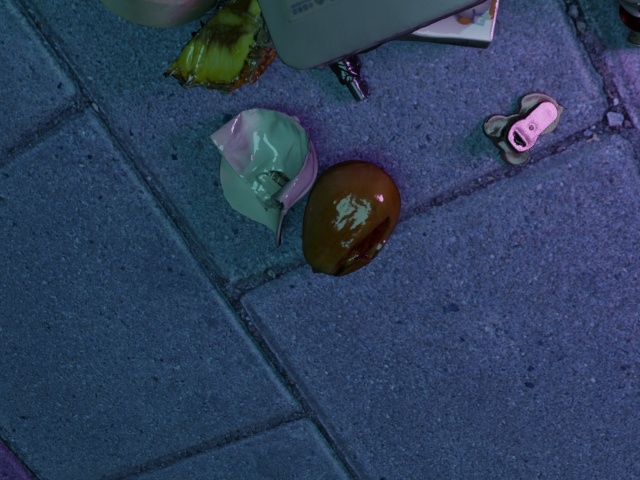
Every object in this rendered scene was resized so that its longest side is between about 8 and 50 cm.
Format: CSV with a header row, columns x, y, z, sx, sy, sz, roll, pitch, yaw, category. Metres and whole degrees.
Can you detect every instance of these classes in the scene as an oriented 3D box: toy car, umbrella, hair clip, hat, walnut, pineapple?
x,y,z,sx,sy,sz,roll,pitch,yaw,category
0.614,-0.402,1.249,0.139,0.112,0.112,-8,129,7,toy car
0.028,-0.389,1.416,0.066,0.059,0.235,-15,116,45,umbrella
0.418,-0.235,1.416,0.123,0.102,0.138,43,85,-12,hair clip
-0.100,-0.129,1.535,0.258,0.168,0.301,44,152,30,hat
0.054,-0.042,1.507,0.203,0.203,0.297,31,122,-4,walnut
-0.138,-0.386,1.380,0.334,0.161,0.158,-45,64,19,pineapple

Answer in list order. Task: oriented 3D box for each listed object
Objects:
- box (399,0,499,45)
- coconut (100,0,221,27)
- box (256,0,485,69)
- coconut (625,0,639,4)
x,y,z,sx,sy,sz,roll,pitch,yaw,category
0.158,-0.484,1.258,0.342,0.143,0.224,10,102,10,box
-0.296,-0.553,1.279,0.323,0.323,0.322,5,117,11,coconut
0.054,-0.510,1.103,0.396,0.111,0.396,-13,102,30,box
0.550,-0.521,1.130,0.245,0.247,0.244,-9,135,-10,coconut
